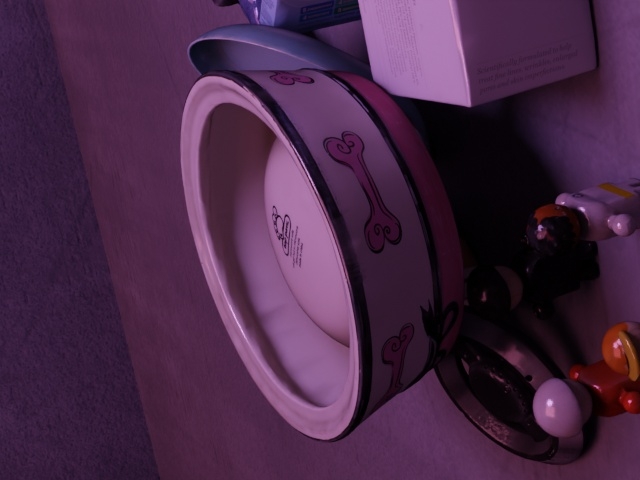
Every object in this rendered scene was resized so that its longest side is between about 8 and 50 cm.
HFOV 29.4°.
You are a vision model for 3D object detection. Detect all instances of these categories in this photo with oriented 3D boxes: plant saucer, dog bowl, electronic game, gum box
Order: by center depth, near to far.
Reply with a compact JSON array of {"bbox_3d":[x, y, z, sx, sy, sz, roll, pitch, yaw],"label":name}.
[{"bbox_3d":[0.000,0.000,1.307,0.408,0.150,0.408,48,148,43],"label":"dog bowl"},{"bbox_3d":[0.015,-0.327,1.401,0.041,0.157,0.184,59,155,32],"label":"gum box"},{"bbox_3d":[0.212,0.167,1.404,0.229,0.048,0.229,38,153,24],"label":"electronic game"},{"bbox_3d":[-0.008,-0.181,1.477,0.317,0.318,0.043,0,65,66],"label":"plant saucer"}]

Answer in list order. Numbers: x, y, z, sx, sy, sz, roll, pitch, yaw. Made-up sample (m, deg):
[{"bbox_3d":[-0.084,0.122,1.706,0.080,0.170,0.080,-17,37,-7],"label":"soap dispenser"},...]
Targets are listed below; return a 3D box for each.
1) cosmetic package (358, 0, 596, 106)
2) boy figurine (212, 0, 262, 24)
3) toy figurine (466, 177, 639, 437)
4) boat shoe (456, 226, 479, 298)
[{"bbox_3d":[0.146,-0.227,1.187,0.184,0.151,0.151,24,130,62],"label":"cosmetic package"},{"bbox_3d":[-0.052,-0.233,1.687,0.285,0.092,0.177,66,169,-2],"label":"boy figurine"},{"bbox_3d":[0.256,0.063,1.157,0.213,0.148,0.209,64,156,19],"label":"toy figurine"},{"bbox_3d":[0.031,0.043,1.618,0.500,0.187,0.156,-22,85,61],"label":"boat shoe"}]
